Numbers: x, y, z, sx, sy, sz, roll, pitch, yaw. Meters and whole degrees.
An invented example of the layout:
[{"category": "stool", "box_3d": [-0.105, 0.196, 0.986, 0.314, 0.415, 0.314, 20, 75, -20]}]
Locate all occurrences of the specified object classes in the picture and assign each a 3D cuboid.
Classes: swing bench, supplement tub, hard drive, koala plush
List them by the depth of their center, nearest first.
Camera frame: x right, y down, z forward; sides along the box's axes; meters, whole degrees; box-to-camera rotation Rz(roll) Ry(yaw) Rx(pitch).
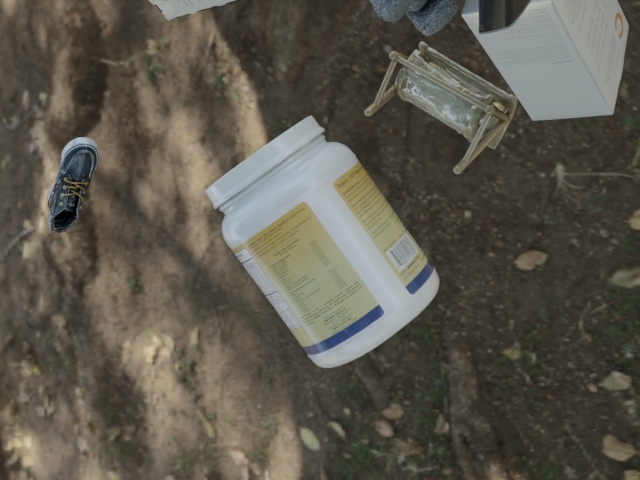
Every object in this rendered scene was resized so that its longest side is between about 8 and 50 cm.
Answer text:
[{"category": "hard drive", "box_3d": [0.292, -0.428, 1.307, 0.054, 0.172, 0.254, 18, 58, 22]}, {"category": "supplement tub", "box_3d": [0.000, 0.000, 1.339, 0.228, 0.228, 0.316, -31, 96, 40]}, {"category": "koala plush", "box_3d": [0.193, -0.497, 1.554, 0.221, 0.196, 0.203, -29, 75, 34]}, {"category": "swing bench", "box_3d": [0.275, -0.303, 1.999, 0.253, 0.255, 0.165, 33, 121, 14]}]

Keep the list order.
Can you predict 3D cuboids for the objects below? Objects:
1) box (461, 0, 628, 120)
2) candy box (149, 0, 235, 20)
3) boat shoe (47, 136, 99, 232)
[{"category": "box", "box_3d": [0.423, -0.404, 1.680, 0.168, 0.345, 0.215, 0, 63, 36]}, {"category": "candy box", "box_3d": [-0.141, -0.364, 1.163, 0.196, 0.165, 0.070, -12, 79, 11]}, {"category": "boat shoe", "box_3d": [-0.434, -0.094, 1.614, 0.183, 0.065, 0.083, -53, 38, 40]}]
